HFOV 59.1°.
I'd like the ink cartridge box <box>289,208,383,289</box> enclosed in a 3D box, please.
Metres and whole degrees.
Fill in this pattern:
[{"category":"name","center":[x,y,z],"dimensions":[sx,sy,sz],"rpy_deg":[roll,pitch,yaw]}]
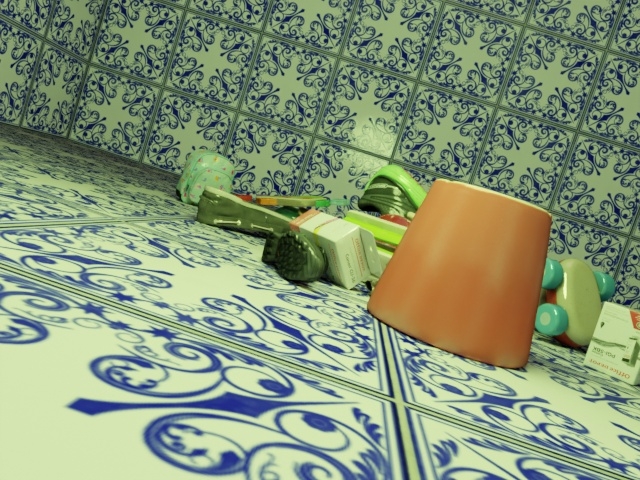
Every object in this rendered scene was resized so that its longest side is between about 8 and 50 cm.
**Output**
[{"category":"ink cartridge box","center":[0.030,0.020,1.122],"dimensions":[0.067,0.115,0.198],"rpy_deg":[-32,31,-26]}]

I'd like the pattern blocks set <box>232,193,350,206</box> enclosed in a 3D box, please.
[{"category":"pattern blocks set","center":[-0.091,-0.118,1.690],"dimensions":[0.325,0.026,0.285],"rpy_deg":[8,10,41]}]

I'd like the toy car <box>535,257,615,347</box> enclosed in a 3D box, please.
[{"category":"toy car","center":[0.564,0.168,1.403],"dimensions":[0.219,0.210,0.238],"rpy_deg":[12,-22,-25]}]

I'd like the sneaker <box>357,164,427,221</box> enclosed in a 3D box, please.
[{"category":"sneaker","center":[0.283,0.011,1.546],"dimensions":[0.483,0.202,0.185],"rpy_deg":[52,10,25]}]

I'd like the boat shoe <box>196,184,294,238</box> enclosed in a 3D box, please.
[{"category":"boat shoe","center":[-0.189,-0.053,1.518],"dimensions":[0.335,0.095,0.112],"rpy_deg":[21,2,-43]}]

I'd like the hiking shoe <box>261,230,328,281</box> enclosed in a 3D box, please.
[{"category":"hiking shoe","center":[-0.026,0.028,1.042],"dimensions":[0.114,0.086,0.227],"rpy_deg":[12,5,-24]}]

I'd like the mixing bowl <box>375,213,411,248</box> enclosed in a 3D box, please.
[{"category":"mixing bowl","center":[0.170,0.033,1.440],"dimensions":[0.181,0.181,0.098],"rpy_deg":[21,33,31]}]

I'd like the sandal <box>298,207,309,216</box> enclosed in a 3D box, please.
[{"category":"sandal","center":[-0.004,0.000,1.620],"dimensions":[0.240,0.079,0.088],"rpy_deg":[42,21,32]}]

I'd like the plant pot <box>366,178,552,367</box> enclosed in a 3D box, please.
[{"category":"plant pot","center":[0.242,0.043,0.928],"dimensions":[0.275,0.243,0.275],"rpy_deg":[18,3,-1]}]

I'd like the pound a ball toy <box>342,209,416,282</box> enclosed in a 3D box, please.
[{"category":"pound a ball toy","center":[0.177,0.031,1.297],"dimensions":[0.319,0.135,0.208],"rpy_deg":[21,41,37]}]

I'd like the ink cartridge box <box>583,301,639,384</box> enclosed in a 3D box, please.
[{"category":"ink cartridge box","center":[0.586,0.198,1.096],"dimensions":[0.099,0.135,0.056],"rpy_deg":[21,8,42]}]

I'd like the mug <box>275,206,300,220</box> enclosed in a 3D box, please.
[{"category":"mug","center":[-0.072,-0.047,1.736],"dimensions":[0.158,0.097,0.129],"rpy_deg":[17,4,-4]}]

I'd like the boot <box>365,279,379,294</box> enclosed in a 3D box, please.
[{"category":"boot","center":[0.139,0.105,1.110],"dimensions":[0.087,0.042,0.118],"rpy_deg":[10,5,-16]}]

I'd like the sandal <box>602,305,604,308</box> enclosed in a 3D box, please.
[{"category":"sandal","center":[0.752,0.230,1.379],"dimensions":[0.138,0.126,0.317],"rpy_deg":[33,-5,0]}]

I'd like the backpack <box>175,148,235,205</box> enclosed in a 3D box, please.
[{"category":"backpack","center":[-0.370,-0.202,1.862],"dimensions":[0.166,0.188,0.144],"rpy_deg":[16,5,-33]}]
